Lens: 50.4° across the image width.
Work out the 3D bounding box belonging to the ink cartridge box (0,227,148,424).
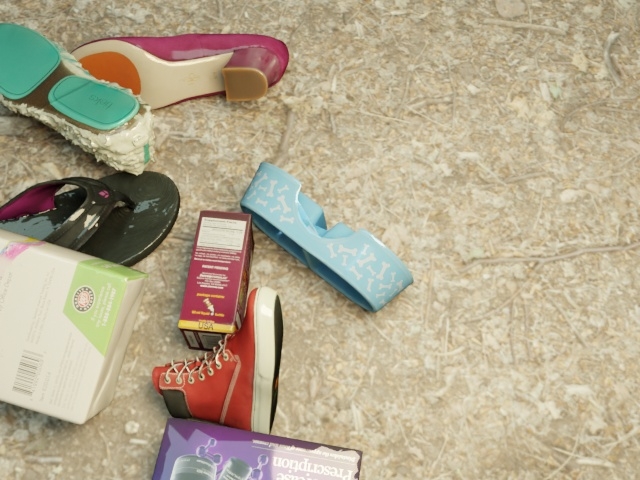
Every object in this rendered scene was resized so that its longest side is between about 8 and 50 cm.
[{"bbox_3d":[-0.442,0.092,0.926,0.353,0.119,0.207,18,91,0],"label":"ink cartridge box"}]

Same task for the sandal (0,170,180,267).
[{"bbox_3d":[-0.432,-0.011,1.034,0.445,0.107,0.168,-17,66,-11],"label":"sandal"}]

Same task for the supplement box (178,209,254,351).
[{"bbox_3d":[-0.151,0.061,1.015,0.080,0.104,0.188,5,64,0],"label":"supplement box"}]

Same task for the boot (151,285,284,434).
[{"bbox_3d":[-0.141,0.157,0.905,0.176,0.245,0.088,11,33,3],"label":"boot"}]

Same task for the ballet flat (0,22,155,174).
[{"bbox_3d":[-0.421,-0.220,1.115,0.408,0.147,0.147,34,67,27],"label":"ballet flat"}]

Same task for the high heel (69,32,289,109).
[{"bbox_3d":[-0.248,-0.317,1.217,0.376,0.127,0.181,9,35,6],"label":"high heel"}]

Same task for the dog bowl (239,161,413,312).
[{"bbox_3d":[0.000,0.000,1.028,0.297,0.166,0.074,38,80,14],"label":"dog bowl"}]

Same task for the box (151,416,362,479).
[{"bbox_3d":[-0.088,0.349,0.884,0.261,0.103,0.185,9,67,1],"label":"box"}]
